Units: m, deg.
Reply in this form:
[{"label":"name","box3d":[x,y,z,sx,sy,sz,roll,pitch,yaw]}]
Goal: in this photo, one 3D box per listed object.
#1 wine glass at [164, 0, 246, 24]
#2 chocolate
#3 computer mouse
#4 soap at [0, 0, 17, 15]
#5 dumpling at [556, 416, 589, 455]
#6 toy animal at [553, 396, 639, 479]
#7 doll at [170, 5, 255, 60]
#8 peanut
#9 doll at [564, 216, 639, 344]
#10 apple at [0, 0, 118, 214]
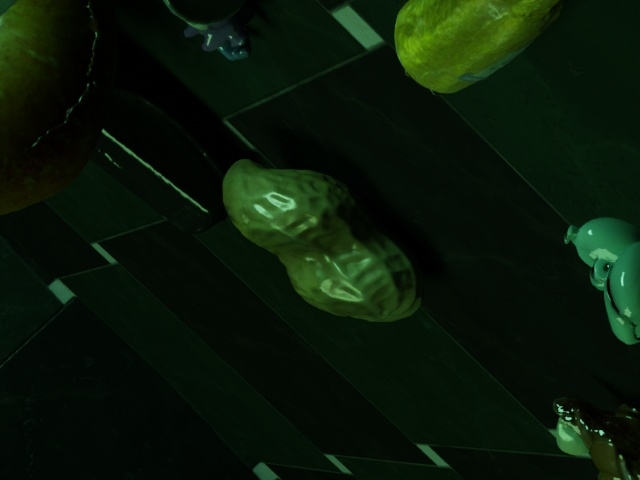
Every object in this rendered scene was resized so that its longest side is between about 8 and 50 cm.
[{"label":"wine glass","box3d":[-0.159,-0.262,1.638,0.241,0.126,0.126,27,160,43]},{"label":"chocolate","box3d":[0.116,-0.161,1.342,0.085,0.085,0.219,42,163,-5]},{"label":"computer mouse","box3d":[-0.198,-0.121,2.163,0.269,0.100,0.170,38,168,-7]},{"label":"soap","box3d":[-0.148,-0.270,1.206,0.109,0.324,0.193,48,162,-19]},{"label":"dumpling","box3d":[0.273,0.201,2.038,0.059,0.043,0.077,15,138,24]},{"label":"toy animal","box3d":[0.313,0.207,1.899,0.188,0.089,0.179,42,148,-3]},{"label":"doll","box3d":[-0.098,-0.206,1.762,0.110,0.067,0.206,47,177,10]},{"label":"peanut","box3d":[0.000,0.000,2.002,0.233,0.110,0.196,47,168,-21]},{"label":"doll","box3d":[0.250,0.003,1.325,0.159,0.158,0.059,27,160,24]},{"label":"apple","box3d":[-0.388,-0.189,1.951,0.384,0.374,0.374,53,164,-3]}]
